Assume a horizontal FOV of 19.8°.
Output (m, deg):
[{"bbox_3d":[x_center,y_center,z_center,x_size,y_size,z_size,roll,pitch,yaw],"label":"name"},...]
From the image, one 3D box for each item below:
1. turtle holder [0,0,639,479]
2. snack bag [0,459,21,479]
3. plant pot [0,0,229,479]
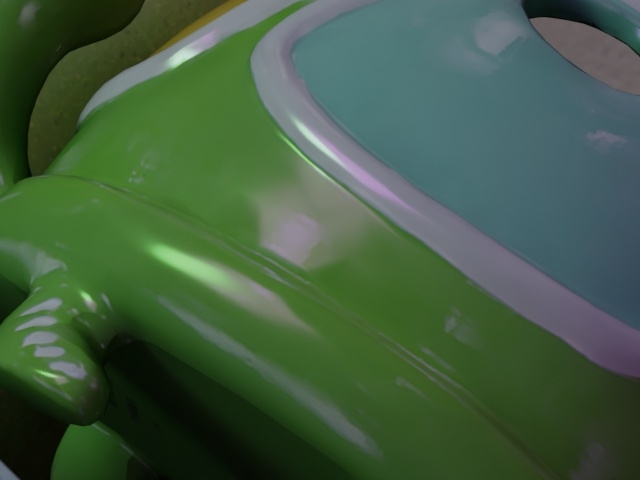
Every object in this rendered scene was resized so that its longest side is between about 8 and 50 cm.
[{"bbox_3d":[0.010,0.013,0.616,0.320,0.243,0.227,26,68,34],"label":"turtle holder"},{"bbox_3d":[-0.147,0.185,0.570,0.342,0.037,0.323,34,119,42],"label":"snack bag"},{"bbox_3d":[-0.133,-0.045,0.790,0.254,0.276,0.276,-42,41,-23],"label":"plant pot"}]
